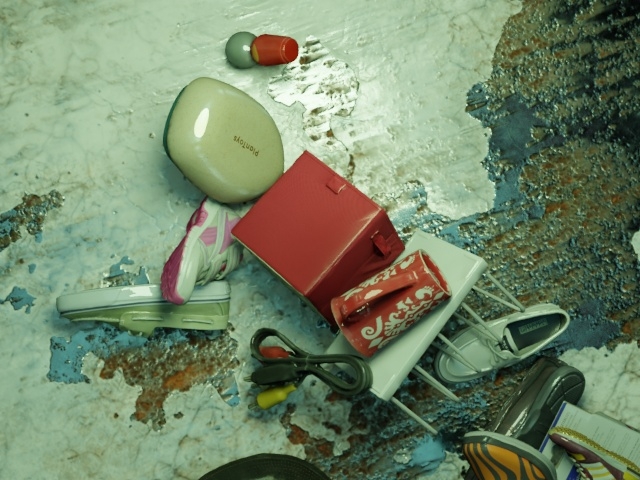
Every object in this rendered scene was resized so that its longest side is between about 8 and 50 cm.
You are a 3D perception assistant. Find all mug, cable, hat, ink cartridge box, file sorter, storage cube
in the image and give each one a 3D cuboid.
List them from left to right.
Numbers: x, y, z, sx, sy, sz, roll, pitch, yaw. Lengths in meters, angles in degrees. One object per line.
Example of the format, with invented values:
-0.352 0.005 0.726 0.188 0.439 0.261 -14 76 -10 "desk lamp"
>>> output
-0.105 0.520 1.674 0.331 0.331 0.134 8 127 -4 "hat"
-0.023 0.211 1.681 0.287 0.072 0.139 -11 71 35 "cable"
0.000 0.000 1.681 0.215 0.183 0.193 40 84 26 "storage cube"
0.114 0.101 1.570 0.169 0.150 0.113 -34 95 15 "mug"
0.186 0.159 1.697 0.173 0.193 0.277 40 84 -33 "file sorter"
0.557 0.431 1.774 0.371 0.069 0.175 25 96 -5 "ink cartridge box"

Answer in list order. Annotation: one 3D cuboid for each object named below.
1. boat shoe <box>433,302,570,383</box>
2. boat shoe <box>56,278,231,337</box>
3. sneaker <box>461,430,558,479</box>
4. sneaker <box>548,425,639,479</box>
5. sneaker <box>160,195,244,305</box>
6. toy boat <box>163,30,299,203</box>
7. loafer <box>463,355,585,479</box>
0.325 0.180 1.774 0.258 0.084 0.095 -29 89 -6 "boat shoe"
-0.304 0.122 1.722 0.302 0.109 0.094 -4 89 -7 "boat shoe"
0.330 0.462 1.640 0.321 0.125 0.180 45 54 -24 "sneaker"
0.466 0.393 1.707 0.185 0.069 0.084 29 95 -1 "sneaker"
-0.188 0.021 1.693 0.111 0.103 0.252 32 46 -11 "sneaker"
-0.149 -0.224 1.721 0.148 0.267 0.318 9 70 38 "toy boat"
0.353 0.340 1.777 0.109 0.095 0.302 39 89 -33 "loafer"
